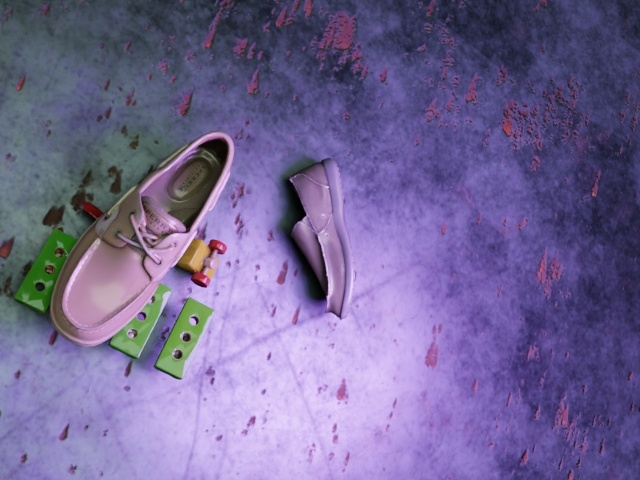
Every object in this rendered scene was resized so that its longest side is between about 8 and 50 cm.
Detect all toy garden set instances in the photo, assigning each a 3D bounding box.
[{"bbox_3d":[-0.262,0.052,1.160,0.244,0.049,0.203,29,66,-14],"label":"toy garden set"}]

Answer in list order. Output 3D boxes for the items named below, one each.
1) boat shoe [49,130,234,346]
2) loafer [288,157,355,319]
[{"bbox_3d":[-0.232,-0.015,1.100,0.122,0.110,0.341,36,64,-11],"label":"boat shoe"},{"bbox_3d":[0.000,0.000,1.282,0.088,0.094,0.251,-8,75,-2],"label":"loafer"}]
